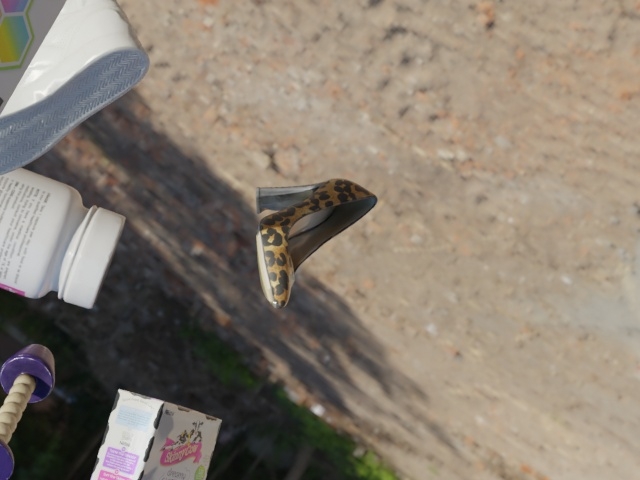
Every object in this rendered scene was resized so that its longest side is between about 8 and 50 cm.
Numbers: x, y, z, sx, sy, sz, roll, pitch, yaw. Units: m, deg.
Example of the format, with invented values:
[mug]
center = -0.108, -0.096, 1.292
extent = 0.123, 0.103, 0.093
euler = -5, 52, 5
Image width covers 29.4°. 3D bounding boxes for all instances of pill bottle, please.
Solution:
[pill bottle]
center = -0.414, -0.018, 1.619
extent = 0.283, 0.160, 0.160
euler = 20, 168, -7

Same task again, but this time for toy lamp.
[toy lamp]
center = -0.412, 0.222, 1.631
extent = 0.080, 0.080, 0.274
euler = 40, -162, -12

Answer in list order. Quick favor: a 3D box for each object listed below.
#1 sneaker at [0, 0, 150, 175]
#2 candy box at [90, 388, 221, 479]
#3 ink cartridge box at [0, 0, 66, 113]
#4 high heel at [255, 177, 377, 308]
[sneaker]
center = -0.342, -0.191, 1.367
extent = 0.169, 0.293, 0.108
euler = 64, -172, 27
[candy box]
center = -0.212, 0.298, 1.521
extent = 0.070, 0.196, 0.165
euler = 10, 169, 25
[ink cartridge box]
center = -0.276, -0.167, 0.945
extent = 0.062, 0.209, 0.109
euler = 16, 158, 24
[high heel]
center = 0.000, 0.000, 1.786
extent = 0.186, 0.261, 0.093
euler = -3, 132, -2
